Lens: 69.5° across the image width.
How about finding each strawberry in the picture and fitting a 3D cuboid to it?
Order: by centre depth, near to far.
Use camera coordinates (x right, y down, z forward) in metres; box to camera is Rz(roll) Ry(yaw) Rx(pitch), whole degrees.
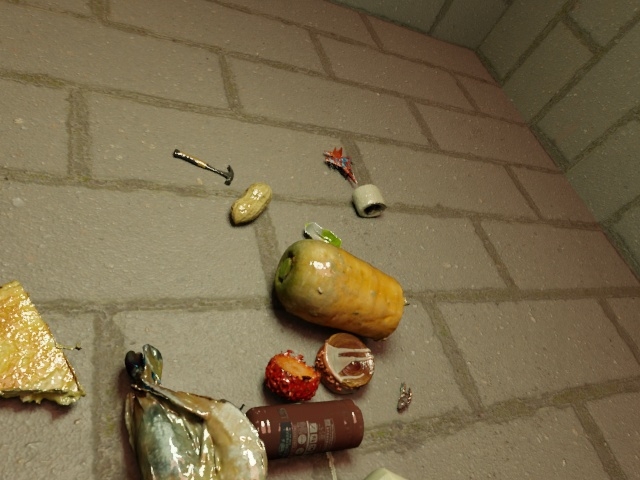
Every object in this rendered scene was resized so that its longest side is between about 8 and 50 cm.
[{"bbox_3d":[-0.070,0.335,1.124,0.145,0.086,0.145,15,7,-2],"label":"strawberry"}]

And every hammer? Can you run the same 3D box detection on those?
[{"bbox_3d":[-0.373,-0.246,1.487,0.201,0.021,0.078,24,45,-14],"label":"hammer"}]

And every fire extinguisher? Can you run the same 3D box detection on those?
[{"bbox_3d":[-0.068,0.420,1.042,0.338,0.135,0.114,5,10,-28],"label":"fire extinguisher"}]

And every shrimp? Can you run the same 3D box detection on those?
[{"bbox_3d":[-0.267,0.372,0.906,0.221,0.110,0.446,-36,58,-17],"label":"shrimp"},{"bbox_3d":[0.237,0.436,1.285,0.038,0.029,0.092,31,41,-5],"label":"shrimp"}]

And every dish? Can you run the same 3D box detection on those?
[{"bbox_3d":[0.000,0.000,1.498,0.137,0.039,0.091,41,49,6],"label":"dish"}]

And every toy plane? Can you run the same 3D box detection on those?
[{"bbox_3d":[0.089,-0.281,1.771,0.130,0.061,0.189,-10,64,-37],"label":"toy plane"}]

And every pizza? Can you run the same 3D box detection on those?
[{"bbox_3d":[-0.602,0.249,0.906,0.288,0.075,0.280,35,48,-4],"label":"pizza"}]

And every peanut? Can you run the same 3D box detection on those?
[{"bbox_3d":[-0.211,-0.118,1.432,0.083,0.093,0.194,45,41,-11],"label":"peanut"}]

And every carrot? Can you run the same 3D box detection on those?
[{"bbox_3d":[0.048,0.135,1.285,0.341,0.224,0.224,21,46,-21],"label":"carrot"}]

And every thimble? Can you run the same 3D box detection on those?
[{"bbox_3d":[0.177,-0.141,1.676,0.115,0.102,0.090,-5,58,-26],"label":"thimble"}]

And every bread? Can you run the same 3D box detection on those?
[{"bbox_3d":[0.062,0.329,1.237,0.161,0.073,0.160,17,50,-21],"label":"bread"}]

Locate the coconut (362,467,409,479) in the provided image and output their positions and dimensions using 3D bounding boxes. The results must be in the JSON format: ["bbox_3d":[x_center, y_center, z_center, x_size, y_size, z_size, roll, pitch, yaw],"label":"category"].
[{"bbox_3d":[0.140,0.598,0.954,0.241,0.241,0.241,17,47,-19],"label":"coconut"}]

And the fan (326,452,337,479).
[{"bbox_3d":[0.051,0.621,1.032,0.191,0.009,0.329,7,52,-26],"label":"fan"}]
